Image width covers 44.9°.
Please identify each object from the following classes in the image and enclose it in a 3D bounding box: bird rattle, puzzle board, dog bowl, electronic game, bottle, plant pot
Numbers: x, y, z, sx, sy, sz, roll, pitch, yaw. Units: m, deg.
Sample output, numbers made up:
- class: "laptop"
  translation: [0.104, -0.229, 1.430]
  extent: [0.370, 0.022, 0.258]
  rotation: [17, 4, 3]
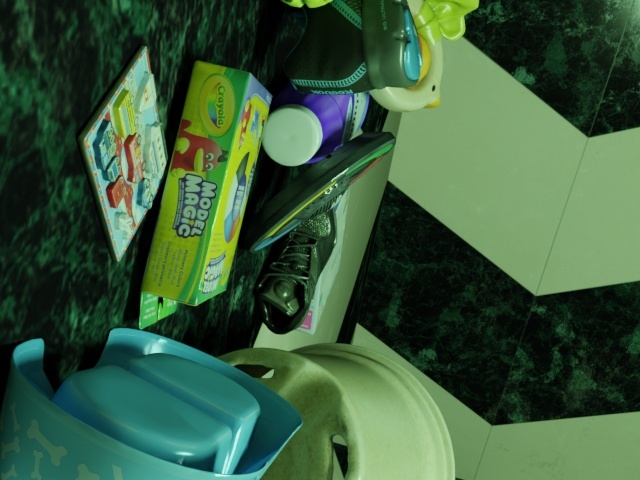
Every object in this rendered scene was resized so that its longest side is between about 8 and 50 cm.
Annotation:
- class: "bird rattle"
  translation: [0.107, -0.275, 1.023]
  extent: [0.254, 0.143, 0.206]
  rotation: [-4, 90, -55]
- class: "puzzle board"
  translation: [-0.133, -0.059, 0.550]
  extent: [0.128, 0.011, 0.096]
  rotation: [95, 12, -52]
- class: "dog bowl"
  translation: [-0.112, 0.133, 0.536]
  extent: [0.074, 0.166, 0.297]
  rotation: [-64, 172, 0]
- class: "electronic game"
  translation: [-0.001, -0.059, 0.958]
  extent: [0.229, 0.048, 0.229]
  rotation: [-38, 178, -2]
- class: "bottle"
  translation: [-0.003, -0.160, 0.974]
  extent: [0.283, 0.092, 0.118]
  rotation: [-57, 158, -67]
- class: "plant pot"
  translation: [-0.030, 0.257, 0.883]
  extent: [0.305, 0.334, 0.333]
  rotation: [48, 56, -67]

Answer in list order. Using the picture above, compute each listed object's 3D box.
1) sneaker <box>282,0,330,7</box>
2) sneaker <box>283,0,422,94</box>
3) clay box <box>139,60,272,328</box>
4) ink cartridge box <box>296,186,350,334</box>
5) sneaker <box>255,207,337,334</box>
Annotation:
- class: "sneaker"
  translation: [0.017, -0.361, 0.706]
  extent: [0.123, 0.110, 0.295]
  rotation: [-51, 154, -62]
- class: "sneaker"
  translation: [0.019, -0.309, 0.830]
  extent: [0.125, 0.140, 0.340]
  rotation: [54, 30, -61]
- class: "clay box"
  translation: [-0.098, -0.033, 0.674]
  extent: [0.127, 0.053, 0.221]
  rotation: [-32, 135, -85]
- class: "ink cartridge box"
  translation: [0.000, 0.000, 1.395]
  extent: [0.185, 0.065, 0.311]
  rotation: [-68, 171, -45]
- class: "sneaker"
  translation: [-0.033, 0.033, 1.131]
  extent: [0.130, 0.087, 0.227]
  rotation: [-50, 160, -86]
